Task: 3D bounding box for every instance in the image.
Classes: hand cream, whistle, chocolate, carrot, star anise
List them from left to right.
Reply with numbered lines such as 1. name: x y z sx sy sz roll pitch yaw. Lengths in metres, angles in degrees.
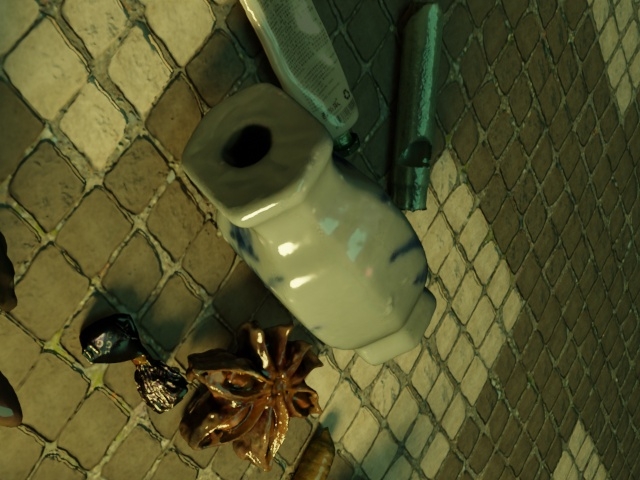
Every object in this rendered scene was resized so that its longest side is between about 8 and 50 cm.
1. chocolate: -0.212 0.137 1.078 0.147 0.070 0.072 58 29 -43
2. star anise: -0.092 0.201 1.225 0.214 0.099 0.220 -28 128 -27
3. carrot: -0.052 0.433 1.367 0.070 0.070 0.342 45 66 -48
4. hand cream: -0.032 -0.252 1.184 0.121 0.076 0.336 -52 130 -34
5. whistle: 0.145 -0.200 1.409 0.062 0.062 0.312 -12 110 -49

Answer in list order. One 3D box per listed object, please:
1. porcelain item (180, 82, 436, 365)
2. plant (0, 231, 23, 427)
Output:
1. porcelain item: 0.000 0.000 1.162 0.178 0.242 0.405 -42 140 -5
2. plant: -0.359 0.059 0.768 0.194 0.181 0.321 -19 117 -42
